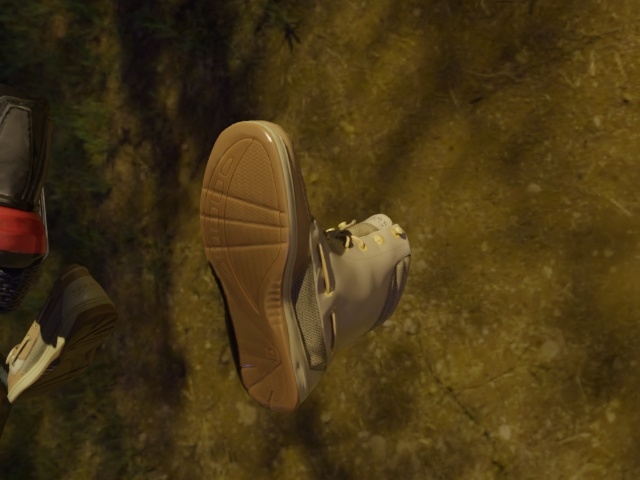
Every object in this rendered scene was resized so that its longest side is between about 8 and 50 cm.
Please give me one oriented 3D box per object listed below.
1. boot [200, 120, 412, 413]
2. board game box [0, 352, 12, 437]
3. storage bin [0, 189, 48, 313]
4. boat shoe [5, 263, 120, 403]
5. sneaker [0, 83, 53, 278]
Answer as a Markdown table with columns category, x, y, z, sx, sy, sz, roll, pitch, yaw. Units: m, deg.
| category | x | y | z | sx | sy | sz | roll | pitch | yaw |
| --- | --- | --- | --- | --- | --- | --- | --- | --- | --- |
| boot | 0.000 | 0.000 | 0.667 | 0.095 | 0.203 | 0.261 | 9 | 117 | 36 |
| board game box | -0.354 | 0.129 | 0.687 | 0.126 | 0.026 | 0.186 | -90 | -11 | -47 |
| storage bin | -0.368 | -0.020 | 0.770 | 0.084 | 0.122 | 0.180 | -52 | 41 | 27 |
| boat shoe | -0.205 | 0.076 | 0.556 | 0.153 | 0.056 | 0.048 | -45 | 71 | 40 |
| sneaker | -0.282 | -0.074 | 0.469 | 0.276 | 0.098 | 0.135 | 17 | 91 | 20 |
